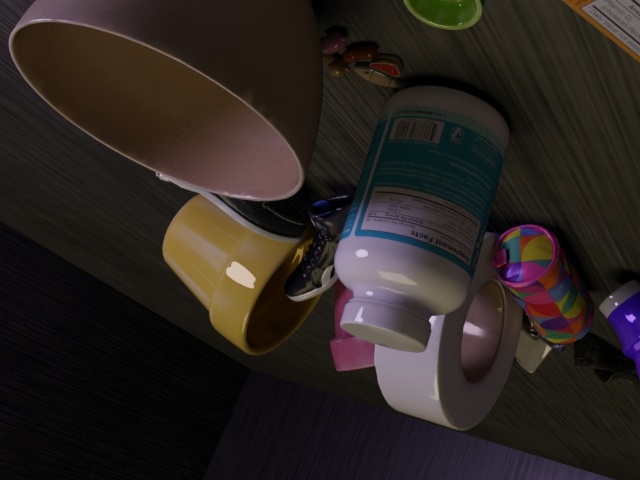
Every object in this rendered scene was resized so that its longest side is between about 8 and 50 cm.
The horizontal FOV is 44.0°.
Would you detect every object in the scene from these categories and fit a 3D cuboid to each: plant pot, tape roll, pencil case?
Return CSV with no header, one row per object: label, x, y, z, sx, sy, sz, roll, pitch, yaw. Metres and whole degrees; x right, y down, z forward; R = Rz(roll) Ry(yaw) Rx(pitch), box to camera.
plant pot,-0.113,-0.188,0.746,0.284,0.190,0.284,20,162,7
plant pot,-0.138,0.035,1.401,0.239,0.254,0.254,33,168,22
tape roll,0.193,0.121,1.138,0.100,0.286,0.286,10,158,35
plant pot,0.104,0.108,1.313,0.202,0.180,0.201,-11,174,-1
pencil case,0.319,0.069,1.131,0.105,0.104,0.236,10,156,36

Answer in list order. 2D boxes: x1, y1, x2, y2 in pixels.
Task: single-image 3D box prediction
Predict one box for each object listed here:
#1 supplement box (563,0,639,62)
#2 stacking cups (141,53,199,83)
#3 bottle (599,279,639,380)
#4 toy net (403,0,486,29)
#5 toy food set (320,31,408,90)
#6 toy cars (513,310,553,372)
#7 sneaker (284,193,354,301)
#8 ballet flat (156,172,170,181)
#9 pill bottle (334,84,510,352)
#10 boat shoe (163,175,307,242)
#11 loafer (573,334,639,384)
supplement box,0.188,-0.203,0.521,0.234,0.078,0.080,30,158,-23
stacking cups,-0.212,-0.201,1.009,0.096,0.096,0.316,28,164,-16
bottle,0.488,0.178,1.044,0.282,0.118,0.092,56,149,26
toy net,0.080,-0.247,0.575,0.122,0.045,0.232,7,157,42
toy food set,0.034,-0.191,0.841,0.122,0.019,0.078,20,163,8
toy cars,0.236,0.118,1.392,0.394,0.087,0.176,3,118,43
sneaker,0.000,0.000,1.239,0.217,0.079,0.121,-37,125,19
ballet flat,-0.246,-0.136,1.272,0.074,0.074,0.203,20,163,10
pill bottle,0.102,-0.020,0.844,0.146,0.263,0.146,17,164,5
boat shoe,-0.126,-0.096,1.191,0.303,0.091,0.114,28,-158,-33
loafer,0.514,0.228,1.421,0.170,0.061,0.062,28,161,-19
